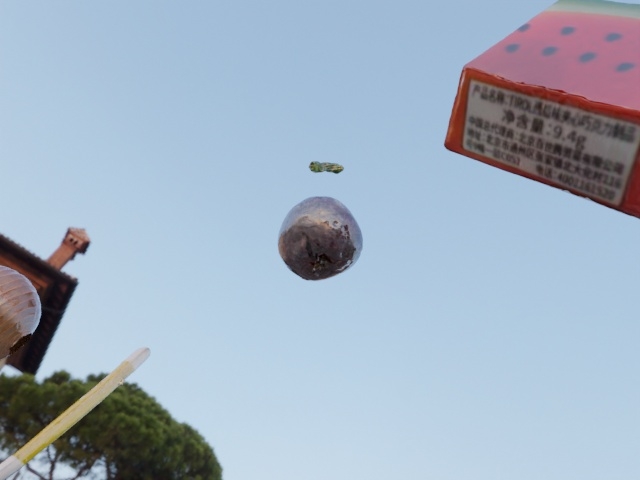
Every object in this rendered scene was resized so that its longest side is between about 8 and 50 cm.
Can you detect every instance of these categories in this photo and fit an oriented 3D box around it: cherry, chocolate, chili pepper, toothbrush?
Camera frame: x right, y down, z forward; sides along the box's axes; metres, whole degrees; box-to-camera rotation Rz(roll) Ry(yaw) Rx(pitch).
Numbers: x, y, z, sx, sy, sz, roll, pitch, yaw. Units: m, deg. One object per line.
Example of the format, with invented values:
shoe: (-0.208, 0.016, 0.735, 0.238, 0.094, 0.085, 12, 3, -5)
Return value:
cherry: (-0.001, -0.010, 1.201, 0.195, 0.195, 0.195, 10, -49, 12)
chocolate: (0.432, -0.227, 0.827, 0.360, 0.341, 0.162, 31, -32, 39)
chili pepper: (0.012, -0.179, 1.326, 0.091, 0.030, 0.034, 3, -2, -21)
toothbrush: (-0.250, 0.183, 0.482, 0.021, 0.288, 0.024, -16, -74, 33)

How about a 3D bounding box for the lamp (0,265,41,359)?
lamp: (-0.454, 0.100, 0.734, 0.136, 0.136, 0.136, 10, -49, 12)
